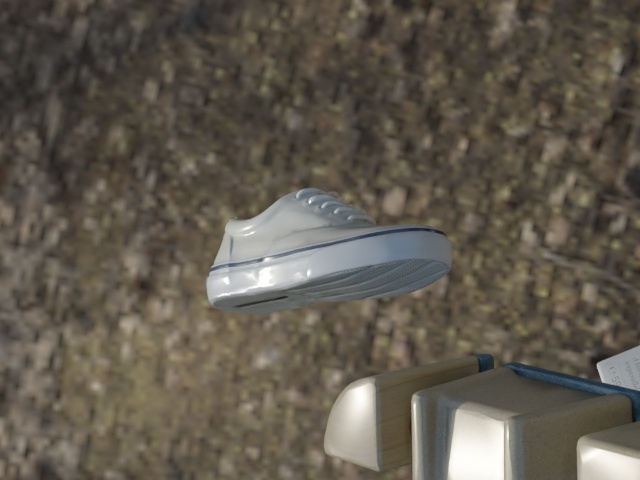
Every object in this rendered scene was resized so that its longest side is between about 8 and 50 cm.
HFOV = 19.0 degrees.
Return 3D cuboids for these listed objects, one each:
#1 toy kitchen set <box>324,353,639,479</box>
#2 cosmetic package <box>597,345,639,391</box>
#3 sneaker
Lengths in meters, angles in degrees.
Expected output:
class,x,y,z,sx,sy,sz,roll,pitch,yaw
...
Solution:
class,x,y,z,sx,sy,sz,roll,pitch,yaw
toy kitchen set,0.112,0.137,0.780,0.207,0.122,0.166,11,106,53
cosmetic package,0.378,0.176,1.587,0.225,0.138,0.224,-24,50,11
sneaker,0.000,0.000,1.557,0.258,0.094,0.091,-9,72,43
